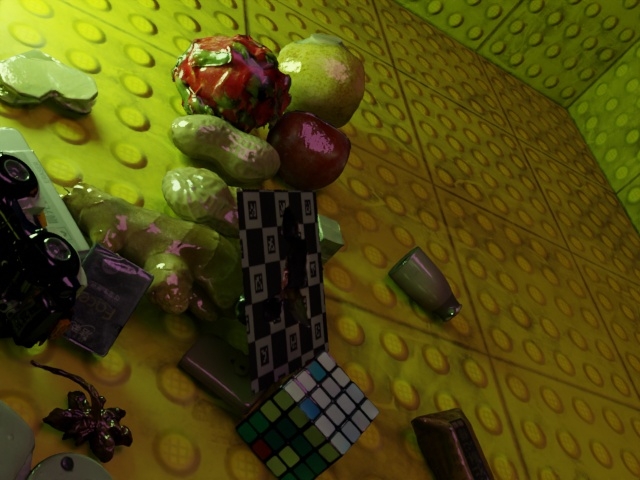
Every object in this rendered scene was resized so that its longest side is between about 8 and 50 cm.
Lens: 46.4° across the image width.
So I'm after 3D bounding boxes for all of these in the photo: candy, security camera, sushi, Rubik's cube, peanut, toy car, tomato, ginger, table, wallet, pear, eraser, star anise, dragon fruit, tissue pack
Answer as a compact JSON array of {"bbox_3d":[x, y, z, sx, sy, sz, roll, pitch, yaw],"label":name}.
[{"bbox_3d":[0.288,0.466,1.488,0.143,0.101,0.272,-5,61,-41],"label":"candy"},{"bbox_3d":[-0.390,0.320,0.969,0.301,0.080,0.157,43,29,-18],"label":"security camera"},{"bbox_3d":[-0.088,0.077,1.396,0.359,0.064,0.344,-10,96,-69],"label":"sushi"},{"bbox_3d":[-0.021,0.311,1.292,0.154,0.151,0.155,48,33,6],"label":"Rubik's cube"},{"bbox_3d":[-0.219,-0.204,1.714,0.274,0.111,0.125,22,53,-23],"label":"peanut"},{"bbox_3d":[-0.216,-0.078,1.544,0.233,0.110,0.197,27,9,-29],"label":"peanut"},{"bbox_3d":[-0.467,0.020,1.133,0.301,0.193,0.118,54,21,16],"label":"toy car"},{"bbox_3d":[-0.037,-0.206,1.871,0.214,0.181,0.155,22,56,-16],"label":"tomato"},{"bbox_3d":[-0.302,0.041,1.356,0.375,0.166,0.236,12,56,-15],"label":"ginger"},{"bbox_3d":[0.000,0.000,1.723,0.062,0.083,0.079,20,38,-31],"label":"table"},{"bbox_3d":[-0.164,0.231,1.321,0.152,0.039,0.118,34,28,5],"label":"wallet"},{"bbox_3d":[-0.011,-0.428,2.047,0.271,0.271,0.271,27,36,-22],"label":"pear"},{"bbox_3d":[-0.494,-0.051,1.290,0.089,0.061,0.352,-13,61,-51],"label":"eraser"},{"bbox_3d":[-0.355,0.245,1.096,0.190,0.070,0.097,36,36,-6],"label":"star anise"},{"bbox_3d":[-0.218,-0.377,1.800,0.302,0.237,0.231,18,19,4],"label":"dragon fruit"},{"bbox_3d":[-0.356,0.097,1.204,0.112,0.051,0.156,32,72,-10],"label":"tissue pack"}]

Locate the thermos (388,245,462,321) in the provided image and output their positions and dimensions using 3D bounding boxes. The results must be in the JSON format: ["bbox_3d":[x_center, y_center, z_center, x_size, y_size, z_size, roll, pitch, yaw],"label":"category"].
[{"bbox_3d":[0.271,0.116,1.873,0.193,0.105,0.137,46,2,-2],"label":"thermos"}]

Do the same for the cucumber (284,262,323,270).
[{"bbox_3d":[-0.072,0.061,1.569,0.056,0.056,0.284,57,20,21],"label":"cucumber"}]

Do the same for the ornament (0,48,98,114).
[{"bbox_3d":[-0.574,-0.338,1.538,0.201,0.059,0.180,2,47,-42],"label":"ornament"}]
